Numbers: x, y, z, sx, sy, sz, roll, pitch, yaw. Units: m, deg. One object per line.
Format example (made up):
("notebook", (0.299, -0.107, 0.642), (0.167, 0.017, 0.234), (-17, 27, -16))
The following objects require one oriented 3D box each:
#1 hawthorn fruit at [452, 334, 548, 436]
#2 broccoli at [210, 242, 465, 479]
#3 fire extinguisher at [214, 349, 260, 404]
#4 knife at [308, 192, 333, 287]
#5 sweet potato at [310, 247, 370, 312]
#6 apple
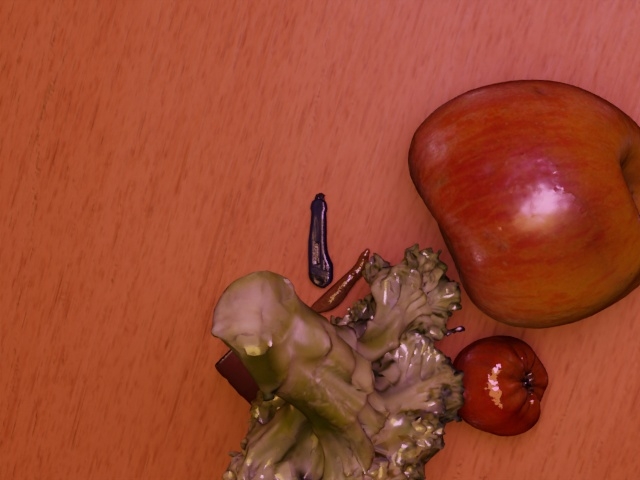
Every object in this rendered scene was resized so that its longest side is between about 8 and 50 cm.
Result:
("hawthorn fruit", (0.209, 0.178, 1.612), (0.140, 0.125, 0.125), (-4, 96, 8))
("broccoli", (-0.008, 0.195, 1.429), (0.275, 0.397, 0.353), (-6, 92, 21))
("fire extinguisher", (0.011, 0.255, 1.671), (0.344, 0.102, 0.138), (46, 133, 1))
("knife", (0.000, 0.000, 1.676), (0.031, 0.018, 0.121), (1, 96, 16))
("sweet potato", (0.029, 0.058, 1.675), (0.026, 0.026, 0.115), (44, 97, 2))
("apple", (0.261, -0.048, 1.498), (0.301, 0.301, 0.301), (1, 97, 9))
